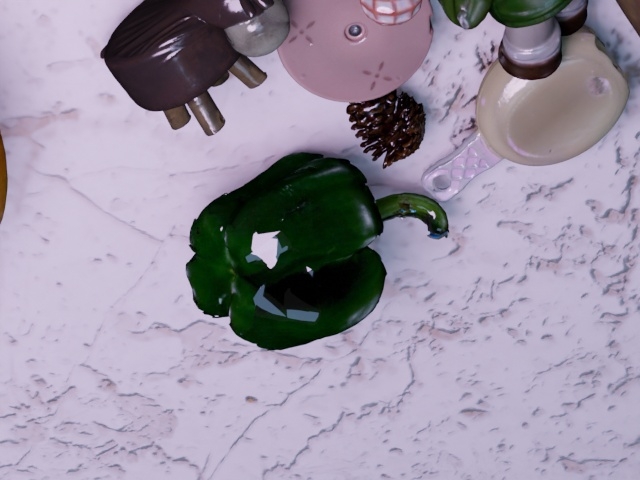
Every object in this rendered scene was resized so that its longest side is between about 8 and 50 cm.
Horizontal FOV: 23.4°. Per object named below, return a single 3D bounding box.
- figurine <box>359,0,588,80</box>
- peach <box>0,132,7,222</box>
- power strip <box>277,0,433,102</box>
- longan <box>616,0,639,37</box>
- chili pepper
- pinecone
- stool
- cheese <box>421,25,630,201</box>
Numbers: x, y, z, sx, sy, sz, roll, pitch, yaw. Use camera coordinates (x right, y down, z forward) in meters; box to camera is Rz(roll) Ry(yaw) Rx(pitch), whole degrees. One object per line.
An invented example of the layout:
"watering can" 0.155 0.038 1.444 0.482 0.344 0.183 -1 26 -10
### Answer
"figurine" 0.146 -0.279 1.321 0.281 0.167 0.370 -56 145 -14
"peach" -0.429 -0.063 1.347 0.332 0.308 0.308 -42 119 13
"power strip" 0.025 -0.209 1.435 0.154 0.078 0.154 -3 126 -4
"longan" 0.377 -0.285 1.275 0.361 0.361 0.361 -4 124 -6
"chili pepper" 0.000 0.000 1.523 0.261 0.165 0.174 -23 111 -34
"pinecone" 0.064 -0.115 1.510 0.083 0.077 0.077 41 112 -3
"stool" -0.102 -0.177 1.396 0.217 0.125 0.121 -20 123 33
"cheese" 0.195 -0.116 1.531 0.227 0.064 0.137 -37 119 18
